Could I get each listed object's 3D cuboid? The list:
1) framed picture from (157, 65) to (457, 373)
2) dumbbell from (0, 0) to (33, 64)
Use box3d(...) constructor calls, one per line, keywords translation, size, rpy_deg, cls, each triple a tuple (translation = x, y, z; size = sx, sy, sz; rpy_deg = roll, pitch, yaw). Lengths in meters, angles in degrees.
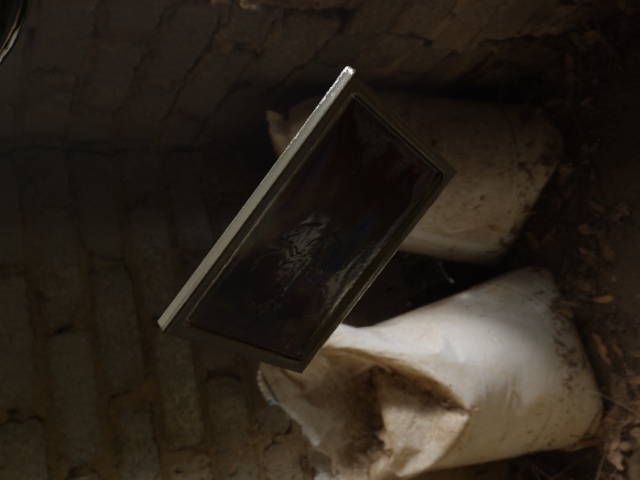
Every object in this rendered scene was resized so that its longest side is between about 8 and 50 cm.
box3d(translation=(0.000, 0.000, 0.665), size=(0.290, 0.211, 0.020), rpy_deg=(-53, 49, 6), cls="framed picture")
box3d(translation=(-0.256, -0.205, 0.395), size=(0.406, 0.179, 0.179), rpy_deg=(-121, 39, -53), cls="dumbbell")
